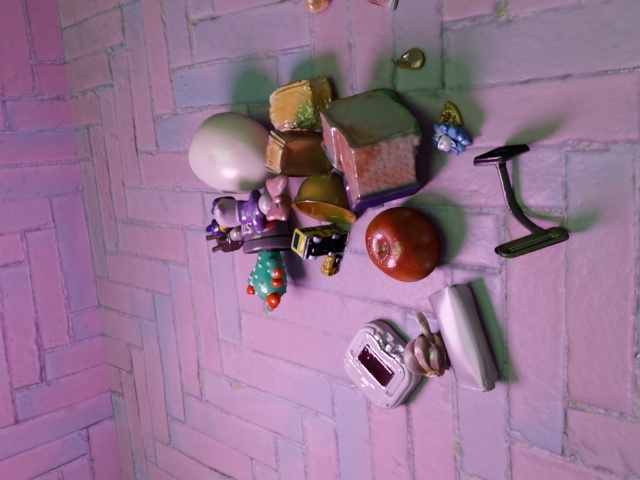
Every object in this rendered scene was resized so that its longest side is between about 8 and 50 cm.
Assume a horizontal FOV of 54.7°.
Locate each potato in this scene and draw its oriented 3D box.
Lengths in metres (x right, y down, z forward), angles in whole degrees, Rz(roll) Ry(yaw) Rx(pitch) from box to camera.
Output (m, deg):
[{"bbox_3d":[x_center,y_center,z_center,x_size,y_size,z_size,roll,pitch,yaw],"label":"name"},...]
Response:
[{"bbox_3d":[-0.007,-0.749,1.931,0.083,0.068,0.062,-9,54,32],"label":"potato"}]

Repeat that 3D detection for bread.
[{"bbox_3d":[-0.061,-0.279,1.969,0.107,0.241,0.136,34,122,39],"label":"bread"},{"bbox_3d":[-0.066,-0.439,2.022,0.245,0.121,0.174,-5,87,49],"label":"bread"}]

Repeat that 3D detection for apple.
[{"bbox_3d":[0.232,0.012,1.802,0.235,0.173,0.210,25,117,40],"label":"apple"}]

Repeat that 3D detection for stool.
[{"bbox_3d":[-0.357,-0.018,2.421,0.217,0.121,0.125,-10,91,51],"label":"stool"}]

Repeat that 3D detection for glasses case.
[{"bbox_3d":[0.407,0.275,1.761,0.128,0.083,0.308,-21,85,51],"label":"glasses case"}]

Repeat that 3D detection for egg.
[{"bbox_3d":[-0.296,-0.302,2.177,0.345,0.283,0.283,25,117,26],"label":"egg"}]

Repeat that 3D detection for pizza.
[{"bbox_3d":[0.349,-0.334,1.705,0.078,0.025,0.083,-43,71,39],"label":"pizza"}]

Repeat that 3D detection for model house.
[{"bbox_3d":[0.150,-0.244,1.808,0.312,0.245,0.280,-116,10,-49],"label":"model house"}]

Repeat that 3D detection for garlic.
[{"bbox_3d":[0.301,0.312,1.834,0.127,0.131,0.194,-10,102,43],"label":"garlic"}]

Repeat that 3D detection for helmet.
[{"bbox_3d":[0.024,-0.148,1.955,0.205,0.257,0.140,7,82,19],"label":"helmet"}]

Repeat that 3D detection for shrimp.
[{"bbox_3d":[0.250,-0.519,1.761,0.108,0.023,0.059,25,107,39],"label":"shrimp"}]

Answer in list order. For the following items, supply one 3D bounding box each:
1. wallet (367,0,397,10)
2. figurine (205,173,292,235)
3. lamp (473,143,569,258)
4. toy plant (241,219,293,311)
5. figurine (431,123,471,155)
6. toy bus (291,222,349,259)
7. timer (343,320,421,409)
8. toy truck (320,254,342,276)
[{"bbox_3d":[0.195,-0.765,1.755,0.103,0.020,0.196,31,121,35],"label":"wallet"},{"bbox_3d":[-0.233,-0.106,2.019,0.421,0.193,0.154,-9,80,37],"label":"figurine"},{"bbox_3d":[0.462,-0.094,1.539,0.124,0.203,0.283,-29,83,64],"label":"lamp"},{"bbox_3d":[-0.191,0.054,2.215,0.279,0.185,0.400,-13,82,42],"label":"toy plant"},{"bbox_3d":[0.356,-0.272,1.675,0.114,0.079,0.114,31,152,18],"label":"figurine"},{"bbox_3d":[0.000,0.000,2.033,0.101,0.175,0.088,35,123,42],"label":"toy bus"},{"bbox_3d":[0.192,0.403,2.000,0.262,0.087,0.237,45,127,27],"label":"timer"},{"bbox_3d":[0.033,0.081,2.100,0.049,0.054,0.083,37,124,33],"label":"toy truck"}]
